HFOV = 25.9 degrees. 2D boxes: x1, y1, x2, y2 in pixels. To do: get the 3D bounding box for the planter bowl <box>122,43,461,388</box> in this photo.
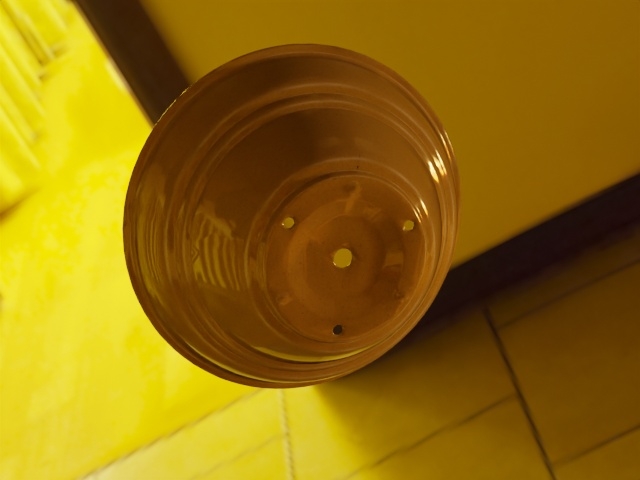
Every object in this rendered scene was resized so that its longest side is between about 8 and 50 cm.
[{"bbox_3d":[0.000,0.000,0.808,0.217,0.217,0.090,-34,23,-7],"label":"planter bowl"}]
